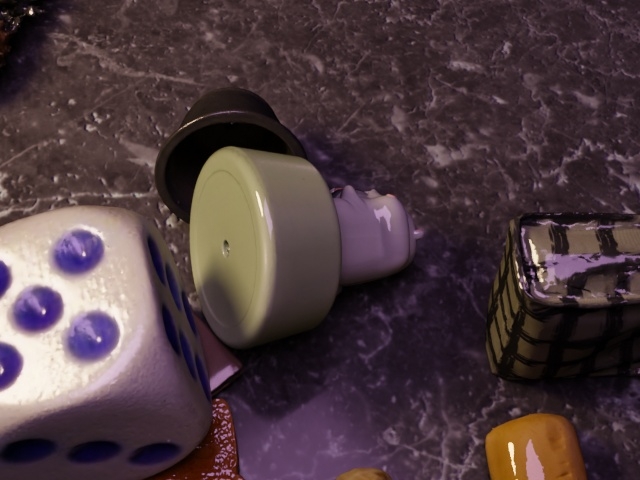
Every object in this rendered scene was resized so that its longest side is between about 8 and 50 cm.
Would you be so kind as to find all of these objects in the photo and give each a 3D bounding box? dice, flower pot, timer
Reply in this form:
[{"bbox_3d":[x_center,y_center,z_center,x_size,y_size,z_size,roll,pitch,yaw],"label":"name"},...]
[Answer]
[{"bbox_3d":[-0.332,0.154,1.660,0.304,0.277,0.304,-18,56,3],"label":"dice"},{"bbox_3d":[-0.138,-0.144,1.904,0.235,0.235,0.148,-4,41,-2],"label":"flower pot"},{"bbox_3d":[0.000,0.000,1.801,0.315,0.290,0.290,-5,58,-27],"label":"timer"}]

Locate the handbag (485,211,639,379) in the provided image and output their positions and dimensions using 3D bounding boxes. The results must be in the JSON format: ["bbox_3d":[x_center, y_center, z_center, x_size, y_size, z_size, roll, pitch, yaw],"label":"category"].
[{"bbox_3d":[0.406,0.082,1.693,0.327,0.325,0.162,-3,64,0],"label":"handbag"}]

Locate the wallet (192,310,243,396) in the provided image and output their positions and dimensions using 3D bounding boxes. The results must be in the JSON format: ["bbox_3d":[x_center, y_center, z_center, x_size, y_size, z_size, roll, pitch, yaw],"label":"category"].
[{"bbox_3d":[-0.200,0.175,1.804,0.118,0.038,0.152,-36,63,-16],"label":"wallet"}]

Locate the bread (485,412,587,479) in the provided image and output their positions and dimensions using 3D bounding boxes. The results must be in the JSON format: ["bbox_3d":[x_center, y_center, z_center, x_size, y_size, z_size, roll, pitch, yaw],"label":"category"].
[{"bbox_3d":[0.304,0.321,1.693,0.134,0.085,0.173,-8,61,-5],"label":"bread"}]

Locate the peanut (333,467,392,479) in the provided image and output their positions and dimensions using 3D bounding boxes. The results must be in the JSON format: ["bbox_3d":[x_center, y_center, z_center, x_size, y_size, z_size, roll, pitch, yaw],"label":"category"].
[{"bbox_3d":[0.065,0.444,1.598,0.147,0.147,0.305,5,59,3],"label":"peanut"}]

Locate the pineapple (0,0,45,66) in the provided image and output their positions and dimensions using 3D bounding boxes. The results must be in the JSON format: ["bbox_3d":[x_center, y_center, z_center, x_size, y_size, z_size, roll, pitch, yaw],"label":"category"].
[{"bbox_3d":[-0.558,-0.396,2.081,0.166,0.165,0.364,22,55,12],"label":"pineapple"}]

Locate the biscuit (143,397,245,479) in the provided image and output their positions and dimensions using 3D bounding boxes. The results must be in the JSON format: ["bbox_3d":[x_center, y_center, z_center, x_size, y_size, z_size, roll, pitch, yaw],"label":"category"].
[{"bbox_3d":[-0.184,0.348,1.705,0.183,0.043,0.280,14,57,4],"label":"biscuit"}]
